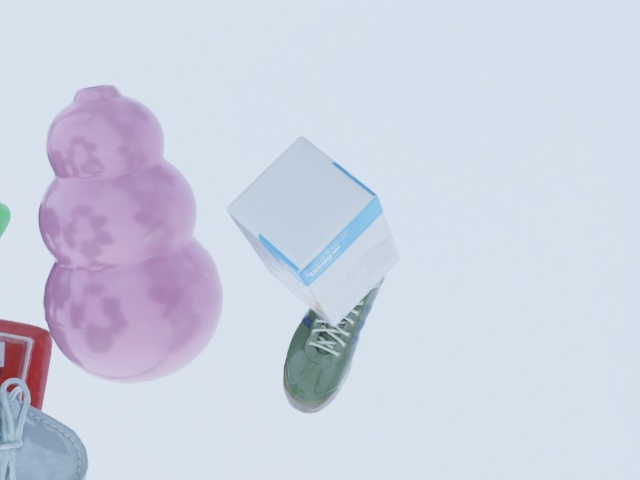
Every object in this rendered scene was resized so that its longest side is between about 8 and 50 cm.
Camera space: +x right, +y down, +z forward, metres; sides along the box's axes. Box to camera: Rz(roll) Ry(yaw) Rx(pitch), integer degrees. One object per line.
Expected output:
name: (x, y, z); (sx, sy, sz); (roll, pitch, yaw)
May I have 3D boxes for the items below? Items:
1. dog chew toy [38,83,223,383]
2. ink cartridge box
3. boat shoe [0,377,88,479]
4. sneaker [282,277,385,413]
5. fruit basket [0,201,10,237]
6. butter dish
dog chew toy: (-0.226, -0.010, 1.022); (0.206, 0.206, 0.332); (5, -71, 38)
ink cartridge box: (0.000, 0.000, 0.762); (0.092, 0.090, 0.143); (40, -11, 28)
boat shoe: (-0.297, 0.136, 0.641); (0.103, 0.118, 0.320); (-28, -45, 33)
sneaker: (0.015, 0.061, 0.837); (0.064, 0.192, 0.086); (20, -32, 11)
fruit basket: (-0.695, 0.071, 1.476); (0.283, 0.392, 0.392); (18, -57, 16)
butter dish: (-0.433, 0.185, 1.125); (0.118, 0.160, 0.160); (126, -30, -49)
